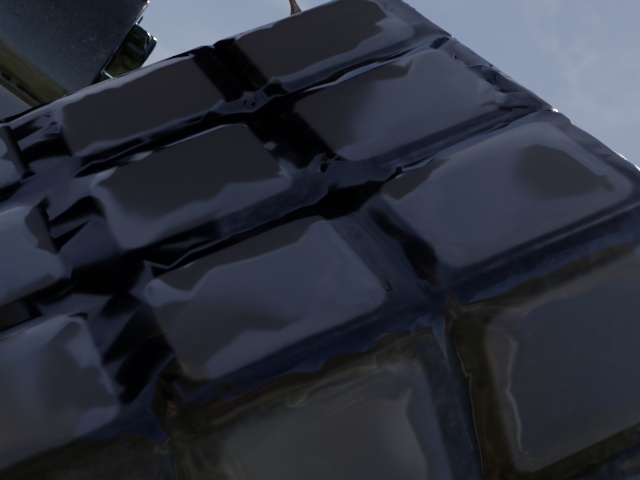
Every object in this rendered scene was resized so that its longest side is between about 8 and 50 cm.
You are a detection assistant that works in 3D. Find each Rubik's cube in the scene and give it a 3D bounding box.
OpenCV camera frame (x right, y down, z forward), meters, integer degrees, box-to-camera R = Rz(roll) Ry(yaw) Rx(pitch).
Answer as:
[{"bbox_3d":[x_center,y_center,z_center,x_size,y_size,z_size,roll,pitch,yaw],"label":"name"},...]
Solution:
[{"bbox_3d":[-0.019,0.099,0.632,0.301,0.304,0.305,-128,-162,-56],"label":"Rubik's cube"}]

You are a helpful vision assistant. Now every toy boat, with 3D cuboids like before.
[{"bbox_3d":[-0.287,-0.222,1.119,0.319,0.141,0.092,36,-36,-14],"label":"toy boat"}]

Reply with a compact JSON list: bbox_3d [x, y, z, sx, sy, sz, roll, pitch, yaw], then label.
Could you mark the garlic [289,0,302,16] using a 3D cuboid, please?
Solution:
[{"bbox_3d":[0.015,-0.171,1.362,0.066,0.084,0.152,-13,50,-44],"label":"garlic"}]
